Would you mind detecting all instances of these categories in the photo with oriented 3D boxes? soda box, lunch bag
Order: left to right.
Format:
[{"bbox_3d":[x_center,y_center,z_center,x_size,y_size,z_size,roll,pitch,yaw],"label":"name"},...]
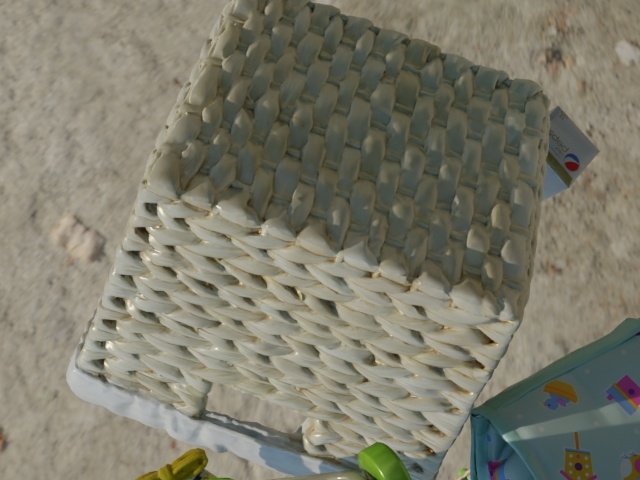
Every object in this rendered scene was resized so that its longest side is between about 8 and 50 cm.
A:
[{"bbox_3d":[0.223,-0.076,1.485,0.074,0.069,0.216,47,152,-6],"label":"soda box"},{"bbox_3d":[0.260,0.216,1.118,0.223,0.160,0.262,-24,94,-20],"label":"lunch bag"}]

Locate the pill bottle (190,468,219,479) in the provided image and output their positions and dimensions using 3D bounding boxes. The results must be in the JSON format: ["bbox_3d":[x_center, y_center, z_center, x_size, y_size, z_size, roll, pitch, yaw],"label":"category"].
[{"bbox_3d":[-0.080,0.255,1.126,0.116,0.065,0.065,33,111,6],"label":"pill bottle"}]

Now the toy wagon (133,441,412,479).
[{"bbox_3d":[-0.046,0.233,0.875,0.267,0.344,0.068,-26,109,-17],"label":"toy wagon"}]

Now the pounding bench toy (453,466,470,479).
[{"bbox_3d":[0.195,0.315,1.602,0.083,0.052,0.065,-42,67,29],"label":"pounding bench toy"}]

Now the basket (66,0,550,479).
[{"bbox_3d":[0.000,0.000,1.104,0.328,0.331,0.266,21,134,-2],"label":"basket"}]
